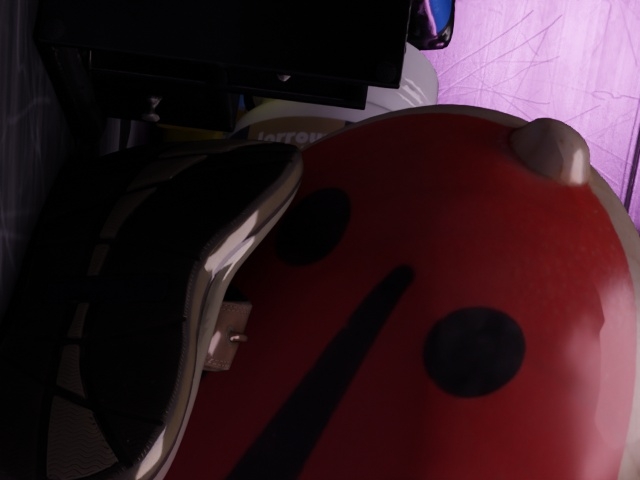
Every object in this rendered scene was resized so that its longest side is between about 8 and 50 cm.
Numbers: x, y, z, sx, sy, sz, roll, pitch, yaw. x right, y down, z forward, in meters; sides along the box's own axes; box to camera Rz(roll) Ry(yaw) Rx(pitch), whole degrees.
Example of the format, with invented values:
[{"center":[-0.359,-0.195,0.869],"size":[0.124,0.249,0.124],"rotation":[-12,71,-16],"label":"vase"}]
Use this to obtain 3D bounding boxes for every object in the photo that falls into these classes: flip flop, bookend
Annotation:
[{"center":[-0.077,0.038,0.844],"size":[0.277,0.112,0.080],"rotation":[-74,159,-51],"label":"flip flop"},{"center":[-0.040,-0.091,0.865],"size":[0.157,0.156,0.072],"rotation":[95,2,-77],"label":"bookend"}]

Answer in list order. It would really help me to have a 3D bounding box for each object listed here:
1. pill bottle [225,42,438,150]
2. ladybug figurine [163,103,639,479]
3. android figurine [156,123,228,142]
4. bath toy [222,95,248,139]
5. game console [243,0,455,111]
[{"center":[0.000,0.000,1.208],"size":[0.153,0.153,0.264],"rotation":[95,4,-63],"label":"pill bottle"},{"center":[0.000,0.125,0.979],"size":[0.162,0.305,0.449],"rotation":[-6,128,-61],"label":"ladybug figurine"},{"center":[-0.070,-0.184,1.268],"size":[0.248,0.056,0.272],"rotation":[-79,178,-65],"label":"android figurine"},{"center":[-0.042,-0.016,1.386],"size":[0.348,0.129,0.151],"rotation":[-79,-171,-46],"label":"bath toy"},{"center":[0.013,-0.273,1.315],"size":[0.250,0.173,0.293],"rotation":[68,23,-56],"label":"game console"}]
